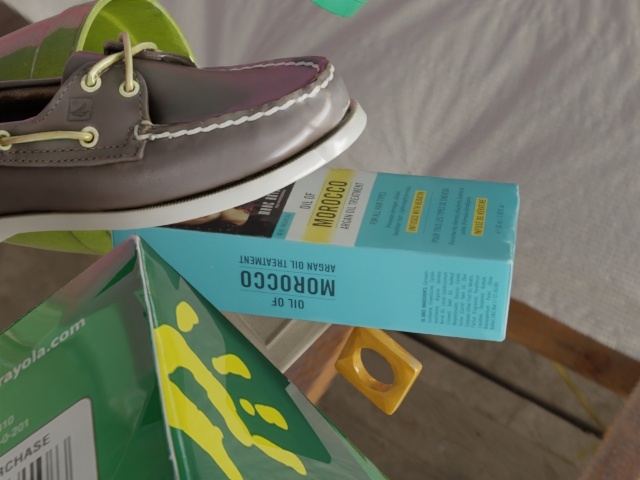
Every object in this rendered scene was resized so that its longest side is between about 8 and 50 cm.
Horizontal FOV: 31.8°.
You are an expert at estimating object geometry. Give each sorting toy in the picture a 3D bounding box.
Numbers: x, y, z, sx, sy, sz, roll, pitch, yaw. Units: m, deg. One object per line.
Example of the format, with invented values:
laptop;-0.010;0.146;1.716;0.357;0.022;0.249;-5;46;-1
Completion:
sorting toy;-0.046;0.001;0.930;0.347;0.196;0.047;49;-132;7

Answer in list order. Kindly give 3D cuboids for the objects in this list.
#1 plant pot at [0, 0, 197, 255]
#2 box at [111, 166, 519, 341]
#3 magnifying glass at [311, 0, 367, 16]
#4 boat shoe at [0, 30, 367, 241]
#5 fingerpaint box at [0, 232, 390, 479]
plant pot;-0.388;-0.140;1.556;0.353;0.366;0.366;-4;-121;21
box;0.000;0.000;0.714;0.244;0.060;0.100;6;-148;9
magnifying glass;-0.063;-0.175;0.445;0.231;0.092;0.026;44;-69;4
boat shoe;-0.135;-0.068;0.677;0.324;0.096;0.116;-8;-154;23
fingerpaint box;-0.124;0.271;0.476;0.445;0.371;0.163;-36;-146;9
